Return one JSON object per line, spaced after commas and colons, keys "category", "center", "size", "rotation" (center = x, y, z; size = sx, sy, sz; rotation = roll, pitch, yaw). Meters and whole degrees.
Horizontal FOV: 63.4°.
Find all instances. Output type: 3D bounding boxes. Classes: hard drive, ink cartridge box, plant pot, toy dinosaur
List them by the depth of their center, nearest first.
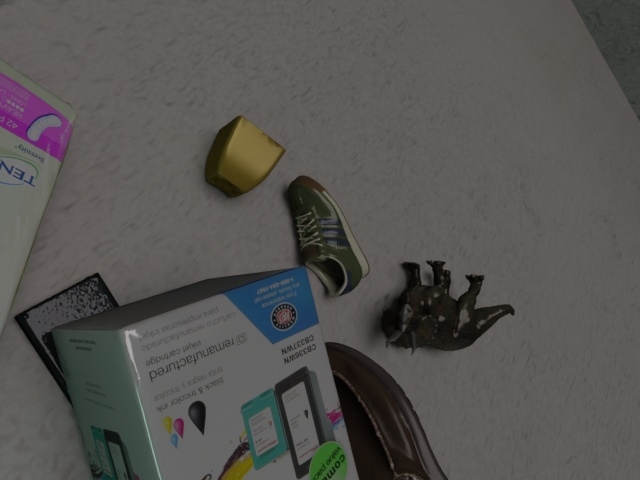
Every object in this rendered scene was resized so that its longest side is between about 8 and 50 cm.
{"category": "ink cartridge box", "center": [-0.112, 0.186, 0.527], "size": [0.198, 0.197, 0.270], "rotation": [-18, 95, -42]}
{"category": "hard drive", "center": [-0.254, 0.115, 0.573], "size": [0.094, 0.022, 0.135], "rotation": [-35, 98, -39]}
{"category": "plant pot", "center": [-0.114, -0.108, 0.723], "size": [0.081, 0.081, 0.083], "rotation": [35, 69, -25]}
{"category": "toy dinosaur", "center": [0.209, 0.125, 0.895], "size": [0.313, 0.121, 0.160], "rotation": [18, 77, -38]}

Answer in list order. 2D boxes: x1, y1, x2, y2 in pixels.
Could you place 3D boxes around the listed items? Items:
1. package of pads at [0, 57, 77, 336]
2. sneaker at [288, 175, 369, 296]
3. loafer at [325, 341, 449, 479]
{"category": "package of pads", "center": [-0.364, -0.048, 0.449], "size": [0.229, 0.101, 0.297], "rotation": [38, 53, -51]}
{"category": "sneaker", "center": [0.000, 0.000, 0.781], "size": [0.192, 0.064, 0.086], "rotation": [57, 46, -13]}
{"category": "loafer", "center": [0.070, 0.291, 0.641], "size": [0.130, 0.134, 0.366], "rotation": [-19, 62, -37]}
